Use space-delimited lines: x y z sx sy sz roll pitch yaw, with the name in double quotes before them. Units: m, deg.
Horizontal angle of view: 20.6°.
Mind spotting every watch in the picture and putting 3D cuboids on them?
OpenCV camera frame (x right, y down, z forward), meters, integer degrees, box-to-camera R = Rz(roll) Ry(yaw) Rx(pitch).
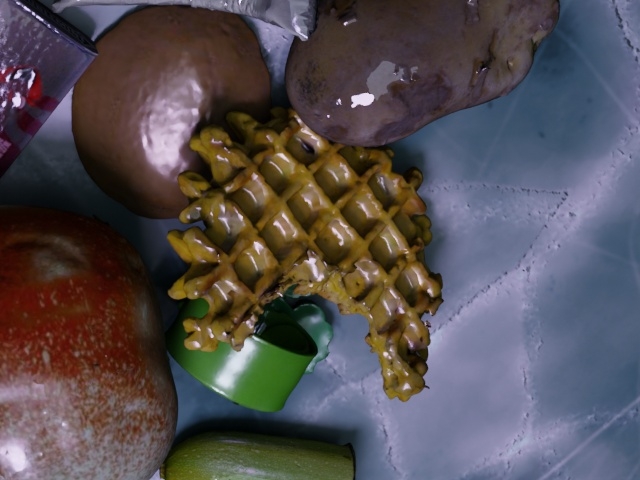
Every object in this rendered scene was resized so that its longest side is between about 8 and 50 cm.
"watch" -0.058 0.094 1.651 0.165 0.152 0.131 31 100 -17

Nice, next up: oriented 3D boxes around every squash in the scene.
"squash" -0.064 0.233 1.730 0.188 0.095 0.095 10 107 -13

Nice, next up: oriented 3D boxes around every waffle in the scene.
"waffle" 0.000 0.000 1.593 0.293 0.069 0.260 14 68 -34

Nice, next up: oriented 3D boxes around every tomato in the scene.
"tomato" -0.250 0.111 1.551 0.239 0.303 0.303 -19 112 -16

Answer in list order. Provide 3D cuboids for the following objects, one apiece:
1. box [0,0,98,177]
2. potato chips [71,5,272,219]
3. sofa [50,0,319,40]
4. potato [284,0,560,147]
"box" -0.311 -0.119 1.574 0.120 0.069 0.224 37 101 -25
"potato chips" -0.131 -0.115 1.613 0.195 0.062 0.208 39 101 -18
"sofa" -0.113 -0.283 1.493 0.225 0.176 0.210 2 109 -11
"potato" 0.087 -0.184 1.569 0.262 0.165 0.165 -23 112 -14
